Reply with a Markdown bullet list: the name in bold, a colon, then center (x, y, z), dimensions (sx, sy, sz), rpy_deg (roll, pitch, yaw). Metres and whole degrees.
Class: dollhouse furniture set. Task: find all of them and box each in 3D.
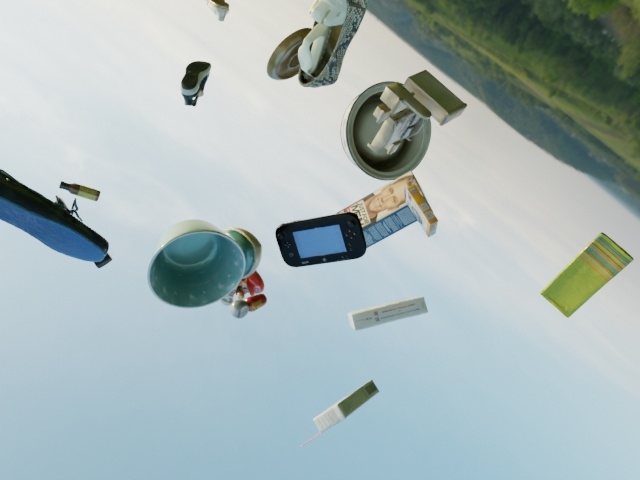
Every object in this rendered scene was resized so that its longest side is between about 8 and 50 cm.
- **dollhouse furniture set**: center (0.272, -0.328, 1.681), dimensions (0.174, 0.356, 0.303), rpy_deg (46, -131, 14)

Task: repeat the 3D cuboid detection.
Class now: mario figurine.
- **mario figurine**: center (-0.389, 0.201, 2.236), dimensions (0.198, 0.320, 0.170), rpy_deg (-3, -89, -72)

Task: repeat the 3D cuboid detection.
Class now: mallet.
- **mallet**: center (-0.825, 0.038, 1.901), dimensions (0.039, 0.062, 0.190), rpy_deg (46, 174, 35)

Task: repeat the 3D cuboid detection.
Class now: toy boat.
- **toy boat**: center (-0.299, 0.112, 1.900), dimensions (0.148, 0.267, 0.319), rpy_deg (-20, -91, -45)

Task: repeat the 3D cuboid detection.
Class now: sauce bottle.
- **sauce bottle**: center (-0.819, -0.171, 1.810), dimensions (0.128, 0.042, 0.042), rpy_deg (21, -152, -28)

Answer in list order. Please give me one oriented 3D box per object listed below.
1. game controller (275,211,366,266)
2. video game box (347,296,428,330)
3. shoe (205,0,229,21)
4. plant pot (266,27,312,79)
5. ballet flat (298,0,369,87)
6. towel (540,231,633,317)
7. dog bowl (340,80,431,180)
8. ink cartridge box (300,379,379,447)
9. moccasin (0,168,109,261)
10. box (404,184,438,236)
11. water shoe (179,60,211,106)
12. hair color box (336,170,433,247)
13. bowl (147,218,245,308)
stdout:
- **game controller**: center (0.000, 0.000, 1.830), dimensions (0.067, 0.318, 0.167), rpy_deg (-33, -69, -65)
- **video game box**: center (0.168, 0.189, 1.392), dimensions (0.205, 0.186, 0.048), rpy_deg (93, 160, -83)
- **shoe**: center (-0.379, -0.855, 1.934), dimensions (0.076, 0.058, 0.219), rpy_deg (-9, -141, -17)
- **plant pot**: center (-0.096, -0.676, 1.961), dimensions (0.032, 0.236, 0.236), rpy_deg (51, -156, 13)
- **ballet flat**: center (0.025, -0.673, 1.703), dimensions (0.182, 0.483, 0.164), rpy_deg (-30, -109, -30)
- **towel**: center (0.701, 0.096, 1.414), dimensions (0.102, 0.237, 0.021), rpy_deg (47, -146, 22)
- **dog bowl**: center (0.265, -0.469, 2.290), dimensions (0.407, 0.408, 0.150), rpy_deg (28, 179, -25)
- **ink cartridge box**: center (0.066, 0.677, 2.096), dimensions (0.066, 0.261, 0.296), rpy_deg (56, -152, 15)
- **moccasin**: center (-0.685, -0.073, 1.348), dimensions (0.342, 0.137, 0.117), rpy_deg (38, -140, -27)
- **box**: center (0.259, -0.083, 1.387), dimensions (0.081, 0.028, 0.136), rpy_deg (73, 172, -66)
- **water shoe**: center (-0.398, -0.498, 1.685), dimensions (0.072, 0.080, 0.203), rpy_deg (10, -136, 3)
- **hair color box**: center (0.242, -0.108, 2.066), dimensions (0.105, 0.347, 0.174), rpy_deg (49, -162, -39)
- **bowl**: center (-0.415, 0.053, 1.740), dimensions (0.311, 0.312, 0.163), rpy_deg (21, -155, -37)
